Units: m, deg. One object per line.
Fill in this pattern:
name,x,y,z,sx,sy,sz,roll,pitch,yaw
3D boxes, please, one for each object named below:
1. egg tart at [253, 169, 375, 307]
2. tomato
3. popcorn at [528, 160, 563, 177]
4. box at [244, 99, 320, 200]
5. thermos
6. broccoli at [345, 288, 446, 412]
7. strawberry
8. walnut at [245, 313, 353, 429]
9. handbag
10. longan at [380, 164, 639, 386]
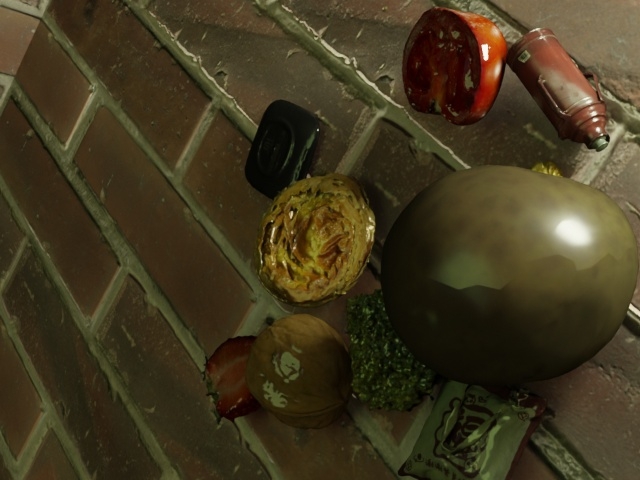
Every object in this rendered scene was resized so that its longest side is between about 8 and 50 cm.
egg tart,0.000,0.000,2.138,0.297,0.132,0.297,-10,70,29
tomato,0.261,-0.315,1.911,0.233,0.140,0.200,36,126,48
popcorn,0.372,-0.095,1.792,0.084,0.084,0.084,-13,71,44
box,-0.084,-0.195,2.322,0.201,0.042,0.212,31,102,48
thermos,0.404,-0.241,1.765,0.099,0.124,0.232,-46,58,33
broccoli,0.106,0.195,1.889,0.273,0.180,0.242,-44,27,46
strawberry,-0.152,0.268,2.245,0.228,0.098,0.174,-53,48,20
walnut,-0.032,0.255,2.048,0.228,0.228,0.227,-13,71,44
handbag,0.259,0.334,1.777,0.213,0.127,0.235,24,86,45
longan,0.287,0.049,1.666,0.405,0.336,0.404,-19,34,13
